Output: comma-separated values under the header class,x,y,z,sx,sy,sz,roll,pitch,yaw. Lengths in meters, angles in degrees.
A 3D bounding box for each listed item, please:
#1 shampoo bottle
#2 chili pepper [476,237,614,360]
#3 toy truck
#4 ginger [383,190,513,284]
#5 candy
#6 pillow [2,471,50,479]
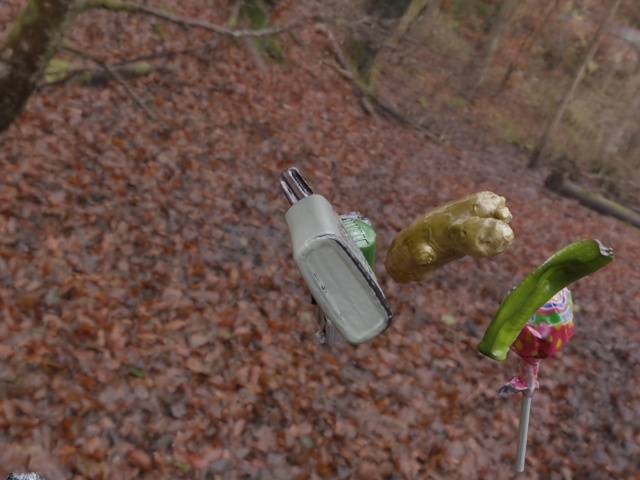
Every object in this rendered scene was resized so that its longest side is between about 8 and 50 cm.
class,x,y,z,sx,sy,sz,roll,pitch,yaw
shampoo bottle,0.000,0.000,0.976,0.153,0.071,0.284,55,3,-27
chili pepper,0.263,0.065,0.976,0.052,0.202,0.050,38,21,-7
toy truck,0.041,0.062,1.341,0.101,0.243,0.125,-8,41,-12
ginger,0.170,-0.013,1.057,0.081,0.115,0.205,29,-32,-37
candy,0.351,0.240,1.364,0.124,0.365,0.124,-1,26,1
pillow,-0.654,0.683,2.045,0.335,0.161,0.092,30,10,-21
